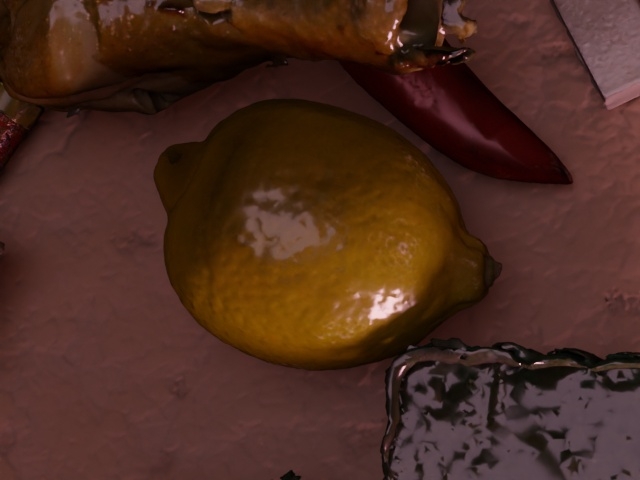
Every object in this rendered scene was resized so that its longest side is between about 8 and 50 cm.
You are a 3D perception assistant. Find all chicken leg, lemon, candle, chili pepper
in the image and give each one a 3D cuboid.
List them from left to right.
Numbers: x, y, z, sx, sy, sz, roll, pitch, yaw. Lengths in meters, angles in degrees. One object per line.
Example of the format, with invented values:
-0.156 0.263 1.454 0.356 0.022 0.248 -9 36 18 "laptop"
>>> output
-0.264 -0.069 1.457 0.052 0.052 0.130 34 90 18 "candle"
-0.078 -0.164 1.331 0.429 0.201 0.152 4 110 33 "chicken leg"
0.000 0.000 1.309 0.248 0.184 0.184 20 85 6 "lemon"
0.057 -0.189 1.390 0.137 0.092 0.368 -18 81 -9 "chili pepper"

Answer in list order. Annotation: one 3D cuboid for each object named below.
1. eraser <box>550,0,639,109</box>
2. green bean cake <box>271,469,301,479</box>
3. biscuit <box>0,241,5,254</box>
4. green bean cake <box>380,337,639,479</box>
0.273 -0.212 1.352 0.230 0.038 0.157 -26 74 7 "eraser"
-0.088 0.232 1.323 0.208 0.107 0.193 -44 69 2 "green bean cake"
-0.368 0.078 1.424 0.179 0.084 0.281 36 93 2 "biscuit"
0.166 0.187 1.253 0.255 0.132 0.241 -1 79 13 "green bean cake"
